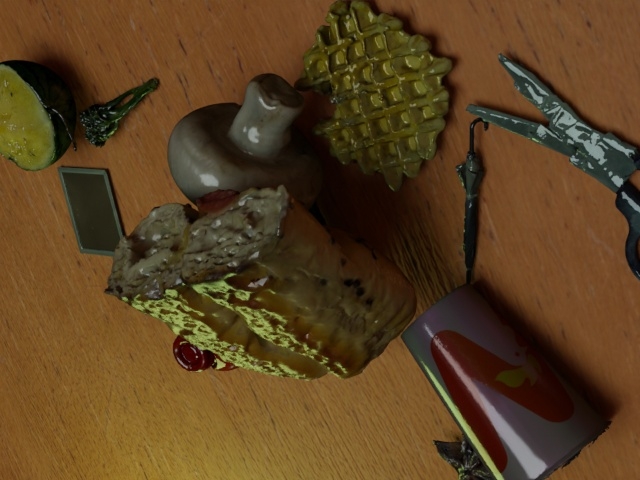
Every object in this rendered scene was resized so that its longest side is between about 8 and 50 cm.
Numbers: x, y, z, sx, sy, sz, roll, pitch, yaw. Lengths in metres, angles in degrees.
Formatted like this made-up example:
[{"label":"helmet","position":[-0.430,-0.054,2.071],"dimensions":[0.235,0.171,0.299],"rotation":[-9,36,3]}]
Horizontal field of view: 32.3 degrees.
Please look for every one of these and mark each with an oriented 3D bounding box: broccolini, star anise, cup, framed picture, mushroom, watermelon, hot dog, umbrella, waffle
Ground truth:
[{"label":"broccolini","position":[-0.358,-0.234,1.944],"dimensions":[0.201,0.058,0.074],"rotation":[-31,99,45]},{"label":"star anise","position":[0.253,0.359,1.770],"dimensions":[0.129,0.056,0.124],"rotation":[-10,118,45]},{"label":"cup","position":[0.257,0.213,1.614],"dimensions":[0.288,0.203,0.203],"rotation":[52,134,14]},{"label":"framed picture","position":[-0.438,-0.055,2.137],"dimensions":[0.142,0.011,0.183],"rotation":[5,115,37]},{"label":"mushroom","position":[-0.100,-0.147,1.661],"dimensions":[0.244,0.243,0.243],"rotation":[19,123,31]},{"label":"watermelon","position":[-0.518,-0.238,2.021],"dimensions":[0.232,0.127,0.204],"rotation":[-17,101,45]},{"label":"hot dog","position":[-0.063,0.070,1.589],"dimensions":[0.367,0.196,0.365],"rotation":[-11,142,41]},{"label":"umbrella","position":[0.210,-0.053,1.598],"dimensions":[0.044,0.044,0.269],"rotation":[-133,38,-53]},{"label":"waffle","position":[0.077,-0.209,1.611],"dimensions":[0.250,0.056,0.261],"rotation":[37,129,17]}]

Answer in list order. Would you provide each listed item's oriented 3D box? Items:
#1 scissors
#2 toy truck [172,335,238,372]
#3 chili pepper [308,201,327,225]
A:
[{"label":"scissors","position":[0.363,-0.108,1.450],"dimensions":[0.383,0.029,0.256],"rotation":[34,131,18]},{"label":"toy truck","position":[-0.138,0.083,1.857],"dimensions":[0.239,0.189,0.264],"rotation":[-12,105,33]},{"label":"chili pepper","position":[0.000,0.000,1.785],"dimensions":[0.059,0.088,0.226],"rotation":[-20,91,40]}]
